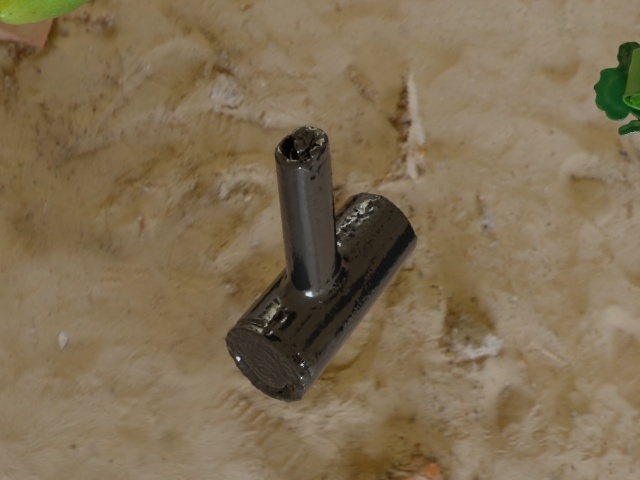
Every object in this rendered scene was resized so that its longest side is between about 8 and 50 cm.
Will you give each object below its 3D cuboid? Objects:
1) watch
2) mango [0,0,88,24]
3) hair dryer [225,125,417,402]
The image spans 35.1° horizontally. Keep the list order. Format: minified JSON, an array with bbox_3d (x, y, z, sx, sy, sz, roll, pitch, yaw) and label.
[{"bbox_3d":[0.451,-0.200,1.336,0.165,0.152,0.131,16,91,9],"label":"watch"},{"bbox_3d":[-0.355,-0.467,1.442,0.382,0.201,0.225,-38,55,12],"label":"mango"},{"bbox_3d":[0.000,0.000,0.862,0.089,0.251,0.197,29,60,24],"label":"hair dryer"}]
